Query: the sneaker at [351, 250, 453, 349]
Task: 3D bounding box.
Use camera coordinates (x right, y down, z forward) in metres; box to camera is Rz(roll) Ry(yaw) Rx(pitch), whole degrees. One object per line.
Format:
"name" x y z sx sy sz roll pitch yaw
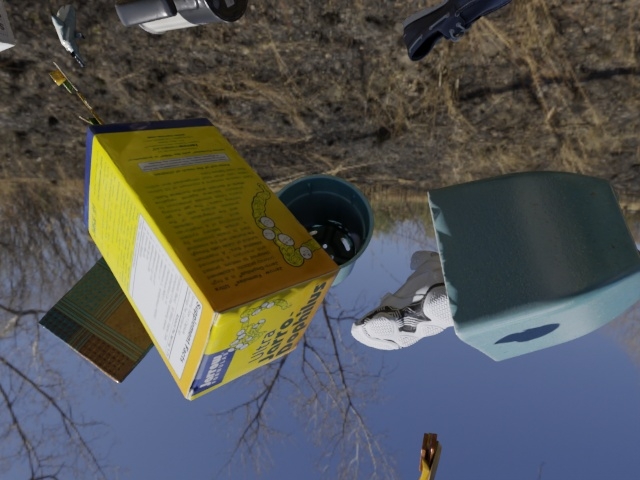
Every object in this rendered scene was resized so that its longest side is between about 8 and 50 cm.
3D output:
"sneaker" 0.253 0.160 1.301 0.366 0.137 0.210 -28 -150 31

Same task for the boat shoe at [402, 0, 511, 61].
"boat shoe" 0.202 -0.321 0.697 0.075 0.064 0.206 -2 -177 -32

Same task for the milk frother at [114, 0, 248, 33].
"milk frother" -0.180 -0.327 0.557 0.135 0.143 0.129 8 -155 31

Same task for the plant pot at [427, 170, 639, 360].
"plant pot" 0.348 0.030 0.748 0.253 0.246 0.248 -19 150 26

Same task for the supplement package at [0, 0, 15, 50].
"supplement package" -0.397 -0.278 0.396 0.139 0.243 0.134 -11 -173 15

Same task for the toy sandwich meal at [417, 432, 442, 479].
"toy sandwich meal" 0.157 0.329 0.698 0.029 0.085 0.086 16 -167 17

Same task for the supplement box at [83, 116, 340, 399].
"supplement box" -0.177 0.004 0.689 0.195 0.194 0.356 -17 -124 -41

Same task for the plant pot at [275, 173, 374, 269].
"plant pot" 0.000 0.000 1.632 0.342 0.340 0.334 2 159 2

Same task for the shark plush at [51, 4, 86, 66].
"shark plush" -0.707 -0.583 1.346 0.067 0.161 0.073 -22 -172 -21

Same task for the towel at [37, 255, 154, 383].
"towel" -0.497 0.147 1.245 0.272 0.370 0.040 34 156 6

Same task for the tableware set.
"tableware set" -0.382 -0.211 0.768 0.024 0.154 0.104 -39 -164 -11
